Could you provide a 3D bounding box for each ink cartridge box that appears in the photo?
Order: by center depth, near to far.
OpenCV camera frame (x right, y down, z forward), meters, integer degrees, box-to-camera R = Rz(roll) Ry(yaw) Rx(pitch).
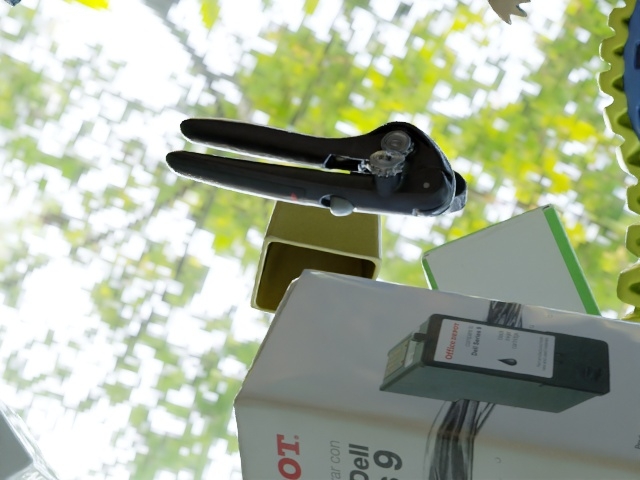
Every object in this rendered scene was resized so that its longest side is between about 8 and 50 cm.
[{"bbox_3d":[0.109,0.149,1.009,0.289,0.211,0.121,8,-142,16],"label":"ink cartridge box"},{"bbox_3d":[0.175,0.108,1.472,0.115,0.273,0.198,-22,-105,2],"label":"ink cartridge box"}]

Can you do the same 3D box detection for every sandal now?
[{"bbox_3d":[0.282,-0.049,1.291,0.138,0.126,0.317,4,-71,43],"label":"sandal"}]

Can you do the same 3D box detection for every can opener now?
[{"bbox_3d":[-0.006,-0.041,1.103,0.186,0.073,0.059,8,-129,13],"label":"can opener"}]

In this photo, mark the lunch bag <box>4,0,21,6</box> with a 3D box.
[{"bbox_3d":[-0.189,-0.185,1.042,0.053,0.083,0.071,-39,-139,-16],"label":"lunch bag"}]

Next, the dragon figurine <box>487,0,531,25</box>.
[{"bbox_3d":[0.118,-0.263,1.433,0.085,0.289,0.144,-57,-165,41],"label":"dragon figurine"}]

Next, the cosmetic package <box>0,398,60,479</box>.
[{"bbox_3d":[-0.284,0.189,1.478,0.117,0.231,0.085,-32,-99,-10],"label":"cosmetic package"}]

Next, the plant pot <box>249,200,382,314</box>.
[{"bbox_3d":[0.000,0.000,1.284,0.081,0.082,0.083,104,-5,-49],"label":"plant pot"}]
